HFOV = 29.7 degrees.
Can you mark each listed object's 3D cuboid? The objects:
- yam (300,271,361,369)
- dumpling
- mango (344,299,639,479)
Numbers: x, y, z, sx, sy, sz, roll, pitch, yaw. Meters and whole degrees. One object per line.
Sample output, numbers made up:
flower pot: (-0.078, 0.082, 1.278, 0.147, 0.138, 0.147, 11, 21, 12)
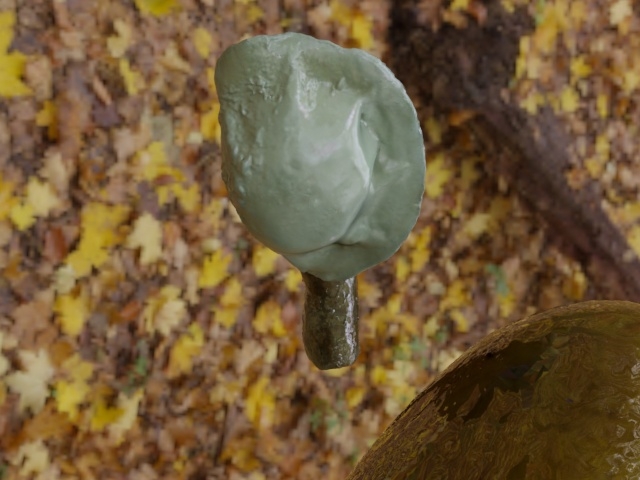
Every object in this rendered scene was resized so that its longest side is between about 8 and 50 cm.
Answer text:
yam: (0.000, 0.000, 1.095, 0.061, 0.061, 0.252, -49, 139, -53)
dumpling: (-0.008, -0.053, 0.906, 0.108, 0.153, 0.219, -53, 129, -36)
mango: (0.128, 0.235, 0.785, 0.445, 0.301, 0.220, -53, 131, -19)
